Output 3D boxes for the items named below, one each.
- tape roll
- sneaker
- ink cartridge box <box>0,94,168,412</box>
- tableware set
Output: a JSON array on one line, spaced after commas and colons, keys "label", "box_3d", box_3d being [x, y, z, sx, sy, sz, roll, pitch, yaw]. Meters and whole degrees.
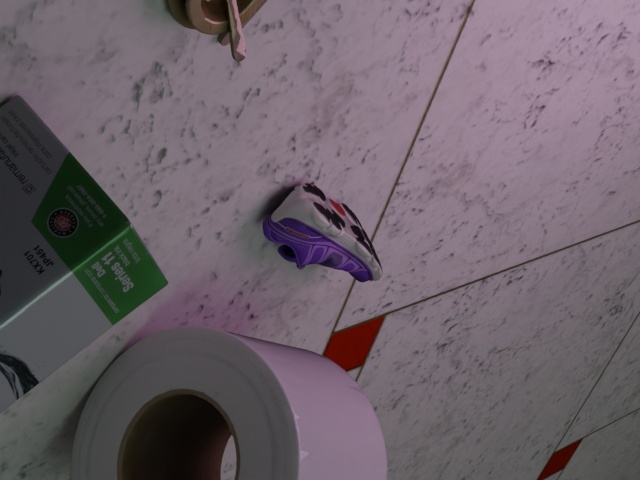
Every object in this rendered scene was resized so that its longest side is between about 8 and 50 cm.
[{"label": "tape roll", "box_3d": [-0.083, 0.208, 1.228, 0.246, 0.246, 0.169, -50, 150, 11]}, {"label": "sneaker", "box_3d": [0.000, 0.000, 1.264, 0.071, 0.068, 0.170, -34, 145, 15]}, {"label": "ink cartridge box", "box_3d": [-0.234, 0.027, 0.894, 0.208, 0.153, 0.087, -39, 150, -10]}, {"label": "tableware set", "box_3d": [-0.028, -0.218, 0.946, 0.194, 0.039, 0.128, -48, 151, 7]}]
